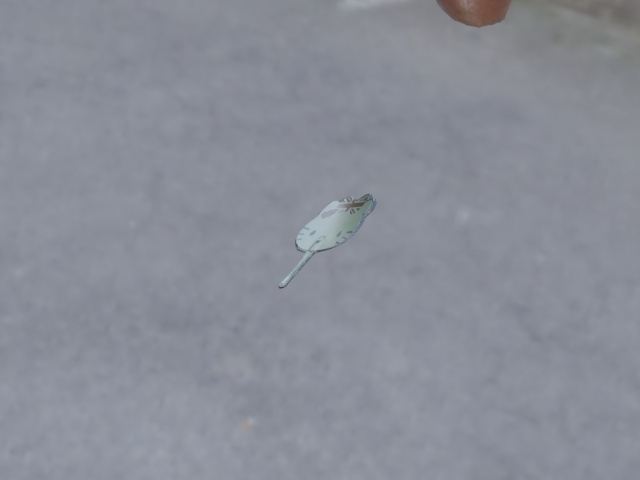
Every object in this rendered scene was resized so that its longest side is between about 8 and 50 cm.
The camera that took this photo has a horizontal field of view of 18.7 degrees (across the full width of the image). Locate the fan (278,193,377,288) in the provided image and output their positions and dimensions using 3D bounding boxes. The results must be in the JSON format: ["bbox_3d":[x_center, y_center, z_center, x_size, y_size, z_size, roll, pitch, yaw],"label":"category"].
[{"bbox_3d":[0.000,0.000,1.191,0.056,0.004,0.083,-1,43,53],"label":"fan"}]

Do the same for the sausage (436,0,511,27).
[{"bbox_3d":[0.124,-0.340,1.481,0.094,0.419,0.094,14,45,12],"label":"sausage"}]
